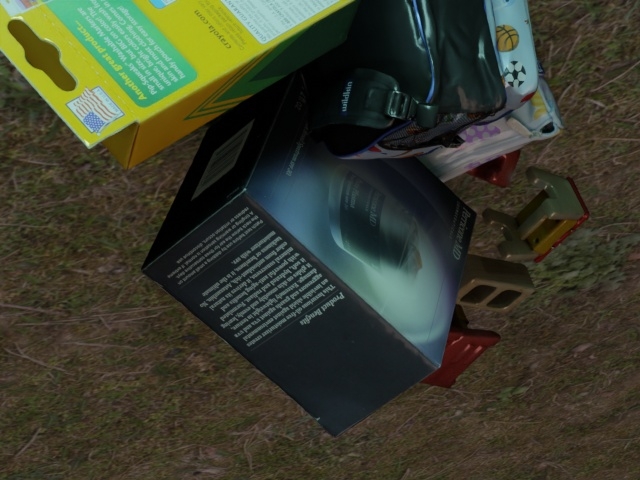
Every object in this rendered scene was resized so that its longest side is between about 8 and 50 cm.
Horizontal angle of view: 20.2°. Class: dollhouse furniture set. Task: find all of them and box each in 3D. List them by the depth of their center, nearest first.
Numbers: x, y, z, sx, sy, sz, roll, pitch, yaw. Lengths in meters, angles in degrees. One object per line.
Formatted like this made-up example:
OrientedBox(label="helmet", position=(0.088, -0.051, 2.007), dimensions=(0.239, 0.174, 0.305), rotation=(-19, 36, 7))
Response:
OrientedBox(label="dollhouse furniture set", position=(0.195, 0.009, 2.360), dimensions=(0.152, 0.201, 0.374), rotation=(11, 135, -42))

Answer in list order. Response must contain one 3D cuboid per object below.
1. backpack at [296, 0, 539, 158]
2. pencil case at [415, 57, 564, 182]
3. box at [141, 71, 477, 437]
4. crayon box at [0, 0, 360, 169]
OrientedBox(label="backpack", position=(0.085, -0.206, 1.847), dimensions=(0.213, 0.276, 0.263), rotation=(3, 164, -31))
OrientedBox(label="pencil case", position=(0.155, -0.127, 2.152), dimensions=(0.273, 0.124, 0.113), rotation=(-23, 152, 14))
OrientedBox(label="box", position=(0.000, 0.000, 1.994), dimensions=(0.294, 0.296, 0.183), rotation=(43, 124, -18))
OrientedBox(label="crayon box", position=(-0.149, -0.202, 1.627), dimensions=(0.323, 0.203, 0.083), rotation=(-33, 162, -30))
